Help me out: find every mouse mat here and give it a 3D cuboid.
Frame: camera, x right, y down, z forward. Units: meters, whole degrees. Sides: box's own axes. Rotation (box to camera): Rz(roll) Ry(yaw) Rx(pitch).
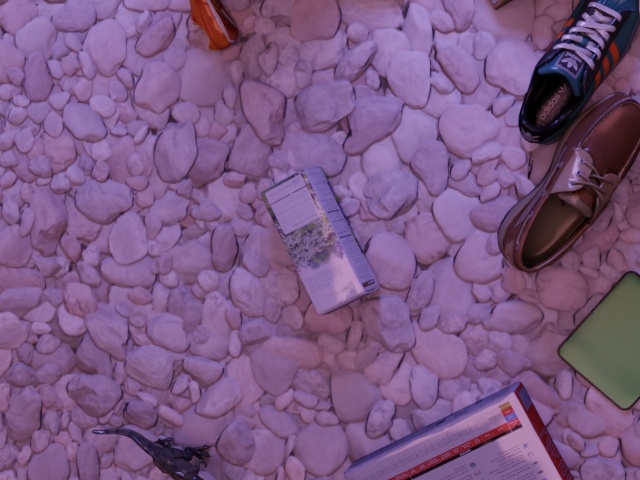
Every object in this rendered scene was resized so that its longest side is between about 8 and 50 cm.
[{"bbox_3d":[0.498,0.163,1.818,0.152,0.007,0.189,42,106,10],"label":"mouse mat"}]

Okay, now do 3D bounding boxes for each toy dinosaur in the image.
[{"bbox_3d":[-0.270,0.388,2.015,0.268,0.118,0.064,29,102,14],"label":"toy dinosaur"}]

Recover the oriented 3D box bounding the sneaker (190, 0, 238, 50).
[{"bbox_3d":[-0.207,-0.413,1.959,0.067,0.064,0.175,-25,84,27],"label":"sneaker"}]

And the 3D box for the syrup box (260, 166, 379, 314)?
[{"bbox_3d":[0.000,0.000,1.910,0.093,0.096,0.237,-28,87,19],"label":"syrup box"}]

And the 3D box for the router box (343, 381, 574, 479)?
[{"bbox_3d":[0.254,0.445,1.877,0.335,0.082,0.301,-29,86,17],"label":"router box"}]

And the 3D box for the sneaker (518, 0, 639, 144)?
[{"bbox_3d":[0.406,-0.283,1.748,0.108,0.121,0.302,30,102,12],"label":"sneaker"}]

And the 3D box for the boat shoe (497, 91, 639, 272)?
[{"bbox_3d":[0.405,-0.076,1.752,0.123,0.120,0.324,30,107,-11],"label":"boat shoe"}]

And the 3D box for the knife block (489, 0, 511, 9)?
[{"bbox_3d":[0.398,-0.489,1.765,0.088,0.242,0.276,62,152,5],"label":"knife block"}]
